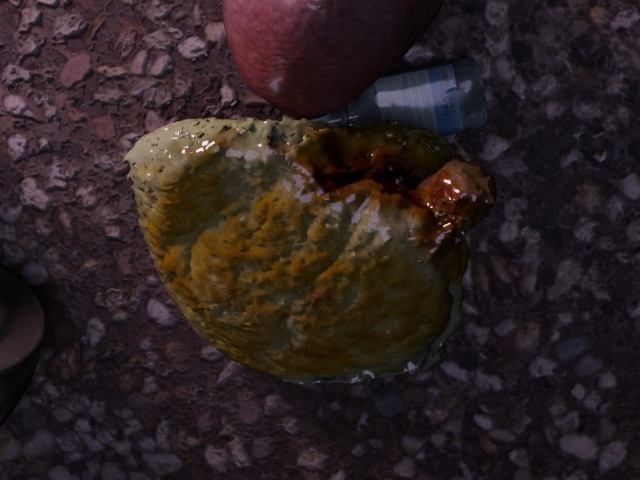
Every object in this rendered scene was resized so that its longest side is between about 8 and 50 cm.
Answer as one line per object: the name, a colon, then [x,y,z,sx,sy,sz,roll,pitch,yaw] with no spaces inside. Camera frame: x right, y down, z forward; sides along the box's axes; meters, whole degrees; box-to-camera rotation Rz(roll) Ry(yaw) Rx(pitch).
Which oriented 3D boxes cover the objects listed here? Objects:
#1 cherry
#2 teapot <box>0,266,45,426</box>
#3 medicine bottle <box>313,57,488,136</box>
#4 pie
cherry: [0.009,-0.266,1.257,0.221,0.261,0.307,44,136,21]
teapot: [-0.516,0.157,1.406,0.322,0.239,0.239,14,122,-11]
medicine bottle: [0.095,-0.160,1.394,0.208,0.053,0.090,-11,111,4]
pie: [-0.024,0.006,1.377,0.418,0.180,0.395,7,134,0]
